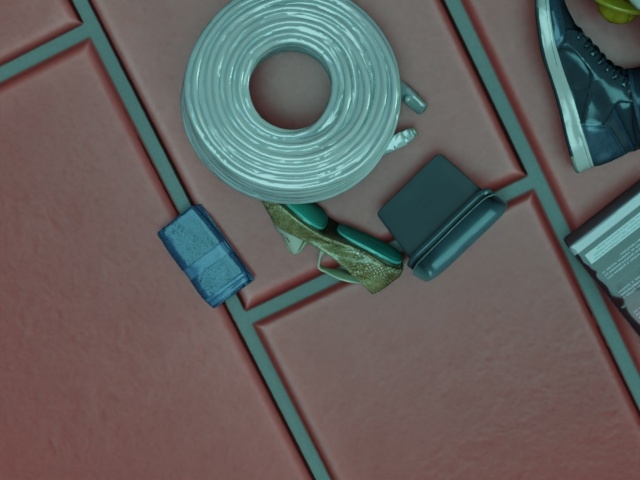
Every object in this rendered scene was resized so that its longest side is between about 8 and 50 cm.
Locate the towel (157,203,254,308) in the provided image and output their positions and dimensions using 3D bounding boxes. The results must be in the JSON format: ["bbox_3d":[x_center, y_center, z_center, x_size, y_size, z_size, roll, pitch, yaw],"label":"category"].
[{"bbox_3d":[-0.140,0.019,1.892,0.067,0.029,0.119,-35,96,7],"label":"towel"}]

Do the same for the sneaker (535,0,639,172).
[{"bbox_3d":[0.343,-0.206,1.799,0.163,0.086,0.226,-15,107,15],"label":"sneaker"}]

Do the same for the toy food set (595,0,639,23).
[{"bbox_3d":[0.336,-0.326,1.781,0.128,0.071,0.218,-3,60,-8],"label":"toy food set"}]

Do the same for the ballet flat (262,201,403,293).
[{"bbox_3d":[0.000,0.000,1.865,0.206,0.073,0.067,32,113,1],"label":"ballet flat"}]

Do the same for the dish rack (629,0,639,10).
[{"bbox_3d":[0.485,-0.307,1.677,0.285,0.072,0.333,-39,125,16],"label":"dish rack"}]

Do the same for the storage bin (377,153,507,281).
[{"bbox_3d":[0.141,-0.032,1.847,0.135,0.098,0.091,-44,67,8],"label":"storage bin"}]

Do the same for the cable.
[{"bbox_3d":[-0.034,-0.169,1.804,0.257,0.089,0.257,-38,88,-5],"label":"cable"}]

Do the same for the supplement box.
[{"bbox_3d":[0.415,0.055,1.850,0.130,0.073,0.239,-38,94,8],"label":"supplement box"}]
